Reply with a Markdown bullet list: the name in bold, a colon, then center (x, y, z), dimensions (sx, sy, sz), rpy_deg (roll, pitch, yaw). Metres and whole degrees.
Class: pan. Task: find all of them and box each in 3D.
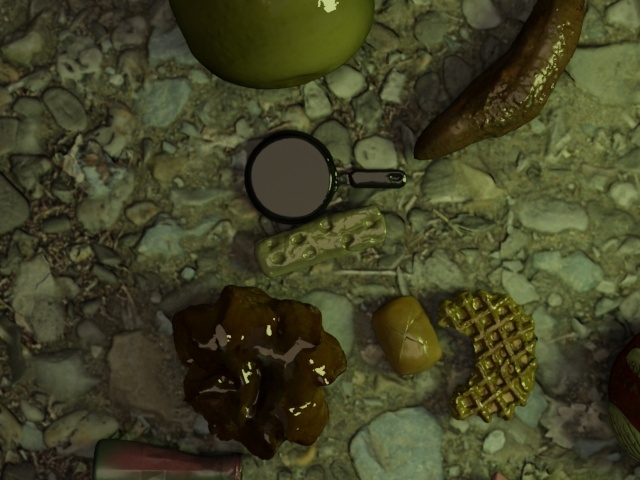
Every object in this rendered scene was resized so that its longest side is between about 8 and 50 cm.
- **pan**: center (0.006, -0.090, 1.721), dimensions (0.235, 0.028, 0.136), rpy_deg (0, 96, 2)

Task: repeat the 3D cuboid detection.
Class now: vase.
- **vase**: center (-0.220, 0.335, 1.749), dimensions (0.214, 0.086, 0.086), rpy_deg (2, 96, -2)

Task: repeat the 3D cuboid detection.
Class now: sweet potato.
- **sweet potato**: center (0.270, -0.221, 1.671), dimensions (0.114, 0.092, 0.341), rpy_deg (42, 96, 23)

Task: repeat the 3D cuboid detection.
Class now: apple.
- **apple**: center (-0.070, -0.342, 1.591), dimensions (0.254, 0.292, 0.292), rpy_deg (-24, 94, 6)

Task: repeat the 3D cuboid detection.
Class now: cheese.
- **cheese**: center (0.000, 0.000, 1.723), dimensions (0.194, 0.043, 0.065), rpy_deg (-17, 96, 4)

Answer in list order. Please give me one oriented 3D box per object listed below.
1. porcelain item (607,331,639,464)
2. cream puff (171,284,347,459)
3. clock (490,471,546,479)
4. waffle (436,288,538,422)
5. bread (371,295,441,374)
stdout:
- **porcelain item**: center (0.521, 0.227, 1.633), dimensions (0.253, 0.253, 0.253), rpy_deg (0, 96, 2)
- **cream puff**: center (-0.093, 0.176, 1.695), dimensions (0.269, 0.155, 0.241), rpy_deg (28, 101, -7)
- **clock**: center (0.329, 0.438, 1.728), dimensions (0.195, 0.100, 0.194), rpy_deg (6, 100, 4)
- **waffle**: center (0.235, 0.165, 1.726), dimensions (0.149, 0.051, 0.194), rpy_deg (3, 97, -2)
- **bread**: center (0.124, 0.139, 1.725), dimensions (0.082, 0.056, 0.115), rpy_deg (-21, 94, 3)
